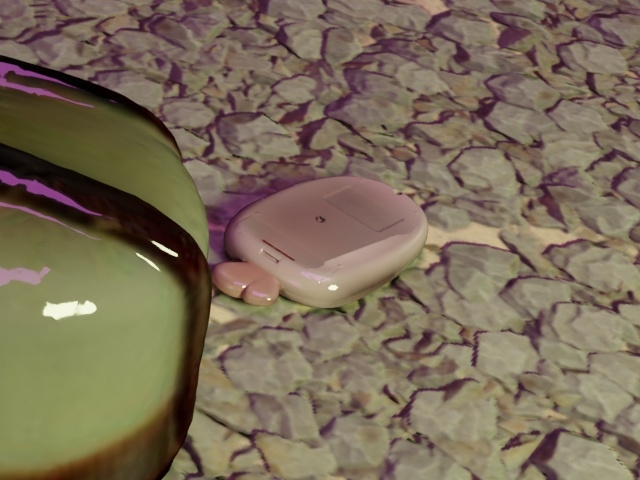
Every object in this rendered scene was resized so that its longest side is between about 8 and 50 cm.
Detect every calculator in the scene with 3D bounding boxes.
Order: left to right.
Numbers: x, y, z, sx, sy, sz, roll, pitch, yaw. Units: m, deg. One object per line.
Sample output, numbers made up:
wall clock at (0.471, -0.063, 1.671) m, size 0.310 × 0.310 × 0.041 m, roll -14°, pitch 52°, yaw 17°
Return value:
calculator at (0.000, 0.000, 1.194) m, size 0.103 × 0.024 × 0.166 m, roll 32°, pitch 39°, yaw 27°

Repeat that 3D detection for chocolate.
chocolate at (-0.188, 0.009, 0.990) m, size 0.283 × 0.186 × 0.284 m, roll 7°, pitch 35°, yaw -5°
